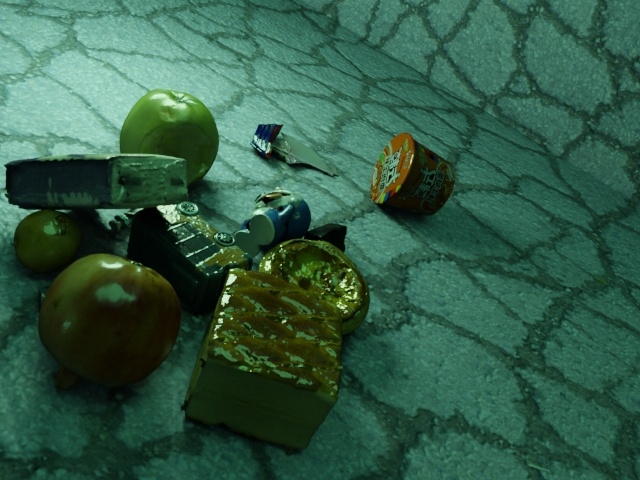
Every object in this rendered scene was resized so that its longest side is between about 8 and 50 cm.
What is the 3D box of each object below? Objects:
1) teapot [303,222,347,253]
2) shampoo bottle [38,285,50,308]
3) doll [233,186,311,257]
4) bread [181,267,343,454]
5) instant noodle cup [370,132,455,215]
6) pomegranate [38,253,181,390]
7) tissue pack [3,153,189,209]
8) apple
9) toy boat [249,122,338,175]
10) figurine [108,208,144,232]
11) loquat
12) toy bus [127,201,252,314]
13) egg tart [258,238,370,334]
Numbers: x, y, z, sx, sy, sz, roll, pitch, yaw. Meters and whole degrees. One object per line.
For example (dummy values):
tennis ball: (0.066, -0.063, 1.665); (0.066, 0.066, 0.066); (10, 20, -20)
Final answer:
teapot: (0.000, 0.000, 1.800); (0.096, 0.087, 0.177); (19, 27, 34)
shampoo bottle: (-0.471, 0.119, 1.373); (0.233, 0.049, 0.087); (1, 39, -30)
doll: (-0.133, -0.048, 1.688); (0.161, 0.215, 0.257); (61, 24, -3)
bread: (-0.107, 0.234, 1.312); (0.279, 0.207, 0.279); (20, 34, -6)
instant noodle cup: (0.308, -0.203, 2.130); (0.192, 0.250, 0.250); (22, 34, -22)
pomegranate: (-0.404, 0.162, 1.214); (0.229, 0.270, 0.252); (22, -8, 42)
tissue pack: (-0.496, -0.132, 1.450); (0.343, 0.125, 0.242); (1, 5, 30)
apple: (-0.410, -0.278, 1.771); (0.279, 0.279, 0.279); (17, 36, -12)
toy boat: (-0.090, -0.315, 2.167); (0.318, 0.072, 0.219); (9, 41, -28)
figurine: (-0.476, -0.054, 1.607); (0.060, 0.047, 0.106); (6, 26, 42)
loquat: (-0.586, 0.001, 1.388); (0.141, 0.141, 0.141); (17, 36, -12)
toy bus: (-0.309, 0.033, 1.513); (0.275, 0.138, 0.167); (37, 38, 19)
egg tart: (-0.022, 0.124, 1.577); (0.290, 0.115, 0.290); (15, 43, -15)
